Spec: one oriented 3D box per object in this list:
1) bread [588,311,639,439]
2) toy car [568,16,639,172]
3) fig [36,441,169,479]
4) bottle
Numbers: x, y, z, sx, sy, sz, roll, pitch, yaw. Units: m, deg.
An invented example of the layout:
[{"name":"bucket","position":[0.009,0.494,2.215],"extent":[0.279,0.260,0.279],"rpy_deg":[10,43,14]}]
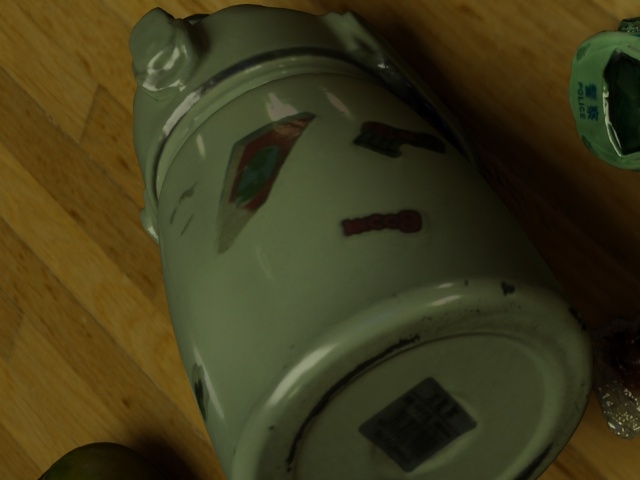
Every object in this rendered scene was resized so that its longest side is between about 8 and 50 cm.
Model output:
[{"name":"bread","position":[0.193,0.077,0.955],"extent":[0.083,0.035,0.070],"rpy_deg":[-23,89,43]},{"name":"toy car","position":[0.207,-0.072,0.876],"extent":[0.186,0.058,0.093],"rpy_deg":[7,110,42]},{"name":"fig","position":[-0.161,0.273,1.277],"extent":[0.167,0.167,0.233],"rpy_deg":[-45,66,43]},{"name":"bottle","position":[0.000,0.000,0.971],"extent":[0.352,0.229,0.229],"rpy_deg":[61,140,45]}]
